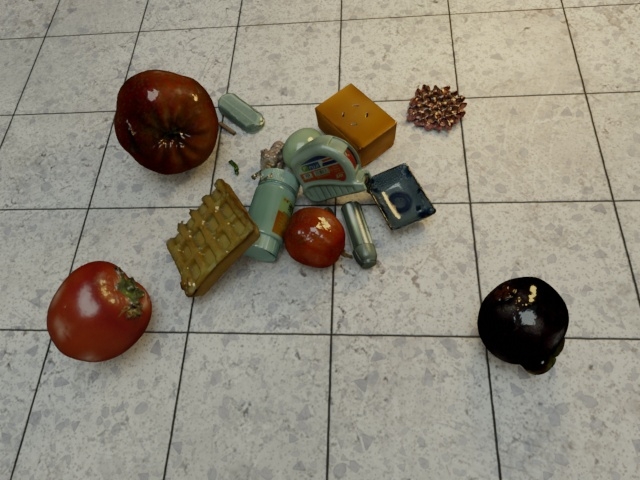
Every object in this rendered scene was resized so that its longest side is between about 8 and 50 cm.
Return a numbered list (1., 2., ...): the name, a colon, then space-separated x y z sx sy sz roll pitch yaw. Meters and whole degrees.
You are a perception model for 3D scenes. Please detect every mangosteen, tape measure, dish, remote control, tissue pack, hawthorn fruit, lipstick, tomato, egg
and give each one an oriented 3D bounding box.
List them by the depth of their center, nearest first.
1. mangosteen: 0.625 0.266 1.429 0.275 0.275 0.302 -42 103 -14
2. tomato: -0.725 0.239 1.540 0.321 0.321 0.322 -2 64 5
3. hawthorn fruit: 0.000 0.000 1.639 0.253 0.205 0.205 23 69 6
4. tape measure: 0.034 -0.259 1.705 0.243 0.246 0.125 -12 31 29
5. dish: 0.288 -0.147 1.735 0.181 0.080 0.243 -23 65 -5
6. egg: -0.065 -0.353 1.833 0.149 0.149 0.192 32 68 19
7. hawthorn fruit: -0.602 -0.465 1.844 0.402 0.403 0.403 -2 64 5
8. tissue pack: 0.140 -0.453 1.864 0.194 0.145 0.274 -38 67 -10
9. lipstick: -0.395 -0.475 2.001 0.094 0.019 0.019 37 73 20
10. remote control: -0.340 -0.546 2.013 0.247 0.052 0.104 38 75 18

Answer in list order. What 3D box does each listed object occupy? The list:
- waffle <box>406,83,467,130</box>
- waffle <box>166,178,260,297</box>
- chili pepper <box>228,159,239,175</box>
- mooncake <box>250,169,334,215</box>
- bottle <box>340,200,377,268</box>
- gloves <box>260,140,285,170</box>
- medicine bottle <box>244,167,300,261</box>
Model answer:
1. waffle: 0.473 -0.539 1.919 0.234 0.055 0.221 18 69 19
2. waffle: -0.384 -0.006 1.654 0.348 0.077 0.304 -45 55 11
3. chili pepper: -0.346 -0.296 1.911 0.027 0.022 0.083 -10 57 -36
4. mooncake: -0.082 -0.159 1.672 0.346 0.057 0.150 36 25 -15
5. bottle: 0.133 -0.023 1.687 0.096 0.079 0.254 6 57 -37
6. gloves: -0.189 -0.328 1.867 0.094 0.110 0.144 20 39 23
7. medicine bottle: -0.185 -0.090 1.717 0.158 0.158 0.318 10 66 11
